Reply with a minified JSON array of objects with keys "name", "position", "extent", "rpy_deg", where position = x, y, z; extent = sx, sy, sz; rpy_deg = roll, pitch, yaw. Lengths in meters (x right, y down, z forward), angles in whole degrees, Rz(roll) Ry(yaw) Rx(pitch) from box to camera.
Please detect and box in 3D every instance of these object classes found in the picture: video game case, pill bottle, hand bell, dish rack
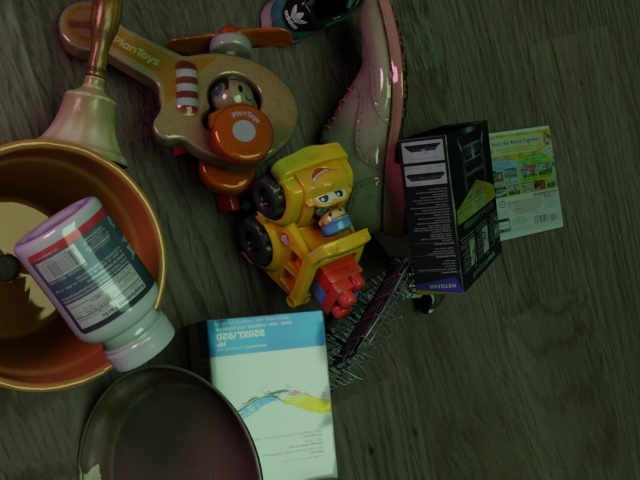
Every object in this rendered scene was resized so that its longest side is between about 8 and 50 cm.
[{"name":"video game case","position":[0.374,-0.110,1.708],"extent":[0.227,0.026,0.206],"rpy_deg":[-11,94,-33]},{"name":"pill bottle","position":[-0.244,0.052,0.982],"extent":[0.108,0.108,0.180],"rpy_deg":[-41,110,-29]},{"name":"hand bell","position":[-0.289,-0.223,1.142],"extent":[0.126,0.126,0.241],"rpy_deg":[13,85,-33]},{"name":"dish rack","position":[0.061,0.136,1.342],"extent":[0.074,0.271,0.208],"rpy_deg":[35,65,-8]}]

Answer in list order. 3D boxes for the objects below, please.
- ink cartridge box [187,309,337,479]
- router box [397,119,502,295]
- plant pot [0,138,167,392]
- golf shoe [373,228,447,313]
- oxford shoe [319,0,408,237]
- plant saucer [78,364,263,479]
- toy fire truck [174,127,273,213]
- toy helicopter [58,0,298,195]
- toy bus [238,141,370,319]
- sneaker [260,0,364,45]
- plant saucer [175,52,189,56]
[{"name":"ink cartridge box","position":[-0.087,0.224,1.256],"extent":[0.168,0.171,0.232],"rpy_deg":[-4,84,-18]},{"name":"router box","position":[0.220,-0.064,1.450],"extent":[0.309,0.081,0.242],"rpy_deg":[-26,110,-65]},{"name":"plant pot","position":[-0.365,0.033,1.089],"extent":[0.291,0.203,0.290],"rpy_deg":[3,85,-35]},{"name":"golf shoe","position":[0.153,0.049,1.518],"extent":[0.198,0.077,0.094],"rpy_deg":[41,66,-24]},{"name":"oxford shoe","position":[0.068,-0.202,1.419],"extent":[0.147,0.140,0.396],"rpy_deg":[0,91,9]},{"name":"plant saucer","position":[-0.191,0.316,1.153],"extent":[0.050,0.311,0.310],"rpy_deg":[2,86,-58]},{"name":"toy fire truck","position":[-0.121,-0.112,1.356],"extent":[0.192,0.047,0.135],"rpy_deg":[-14,94,-35]},{"name":"toy helicopter","position":[-0.192,-0.241,1.239],"extent":[0.355,0.140,0.235],"rpy_deg":[28,67,-6]},{"name":"toy bus","position":[0.000,0.000,1.289],"extent":[0.150,0.220,0.211],"rpy_deg":[-19,59,-32]},{"name":"sneaker","position":[0.041,-0.418,1.438],"extent":[0.302,0.121,0.108],"rpy_deg":[-45,112,-28]},{"name":"plant saucer","position":[-0.196,-0.260,1.333],"extent":[0.083,0.015,0.083],"rpy_deg":[2,86,-34]}]
